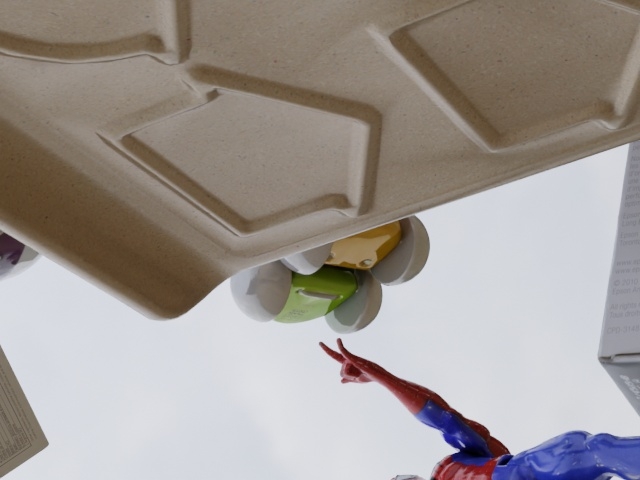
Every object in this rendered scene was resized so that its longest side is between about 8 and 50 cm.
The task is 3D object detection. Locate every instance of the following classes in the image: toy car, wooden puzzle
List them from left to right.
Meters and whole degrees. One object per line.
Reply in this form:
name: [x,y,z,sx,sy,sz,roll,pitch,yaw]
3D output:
wooden puzzle: [-0.003,-0.108,0.610,0.322,0.348,0.080,38,-144,-52]
toy car: [0.000,0.000,1.553,0.159,0.182,0.136,9,-133,-36]

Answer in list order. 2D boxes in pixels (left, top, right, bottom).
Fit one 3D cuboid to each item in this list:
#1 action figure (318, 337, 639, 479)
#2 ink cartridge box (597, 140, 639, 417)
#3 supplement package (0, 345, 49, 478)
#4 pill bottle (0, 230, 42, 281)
action figure: [0.076,0.108,0.786,0.139,0.280,0.091,29,-111,-16]
ink cartridge box: [0.282,0.011,1.107,0.303,0.072,0.307,47,-133,-46]
supplement package: [-0.402,0.132,1.296,0.263,0.199,0.198,-34,-62,-26]
pill bottle: [-0.245,-0.047,0.892,0.301,0.169,0.169,-14,-78,-38]
